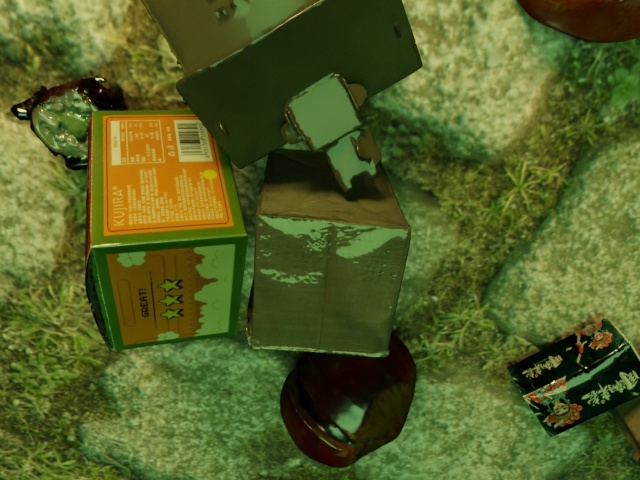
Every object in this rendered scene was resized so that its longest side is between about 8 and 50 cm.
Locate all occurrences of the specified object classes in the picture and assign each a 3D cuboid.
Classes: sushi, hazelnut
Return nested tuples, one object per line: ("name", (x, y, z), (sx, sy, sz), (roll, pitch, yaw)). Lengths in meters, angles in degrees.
("sushi", (-0.281, -0.139, 0.619), (0.098, 0.084, 0.094), (-13, 121, 7))
("hazelnut", (0.043, 0.213, 0.760), (0.178, 0.178, 0.204), (29, 106, -14))

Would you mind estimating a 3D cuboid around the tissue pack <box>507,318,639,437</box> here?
("tissue pack", (0.386, 0.204, 0.793), (0.170, 0.090, 0.103), (-35, 109, 13))

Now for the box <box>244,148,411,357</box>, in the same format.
("box", (0.000, 0.000, 0.610), (0.155, 0.231, 0.149), (5, 115, -3))

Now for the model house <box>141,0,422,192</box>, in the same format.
("model house", (-0.016, -0.169, 0.538), (0.211, 0.204, 0.243), (-28, 102, 8))

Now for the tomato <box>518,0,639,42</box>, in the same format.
("tomato", (0.316, -0.322, 0.542), (0.237, 0.095, 0.237), (-1, 114, -1))

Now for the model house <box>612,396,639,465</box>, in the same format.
("model house", (0.595, 0.272, 0.710), (0.243, 0.284, 0.298), (19, 123, -6))

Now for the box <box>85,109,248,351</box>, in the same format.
("box", (-0.171, -0.014, 0.577), (0.148, 0.195, 0.177), (-5, 141, -18))
